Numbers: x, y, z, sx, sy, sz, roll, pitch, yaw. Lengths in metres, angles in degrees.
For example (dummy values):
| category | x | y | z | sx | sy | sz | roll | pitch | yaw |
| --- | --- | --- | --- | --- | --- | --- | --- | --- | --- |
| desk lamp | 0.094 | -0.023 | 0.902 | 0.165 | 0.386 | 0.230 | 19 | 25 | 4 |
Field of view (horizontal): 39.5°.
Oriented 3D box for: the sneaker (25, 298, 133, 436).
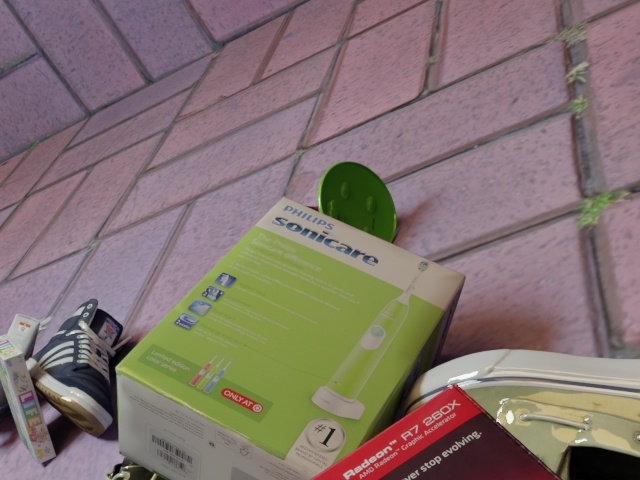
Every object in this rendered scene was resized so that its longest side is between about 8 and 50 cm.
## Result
| category | x | y | z | sx | sy | sz | roll | pitch | yaw |
| --- | --- | --- | --- | --- | --- | --- | --- | --- | --- |
| sneaker | -0.321 | 0.169 | 1.244 | 0.153 | 0.099 | 0.282 | -46 | 25 | -21 |

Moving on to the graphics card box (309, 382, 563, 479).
| category | x | y | z | sx | sy | sz | roll | pitch | yaw |
| --- | --- | --- | --- | --- | --- | --- | --- | --- | --- |
| graphics card box | 0.085 | 0.246 | 0.435 | 0.233 | 0.094 | 0.371 | -30 | 34 | -12 |

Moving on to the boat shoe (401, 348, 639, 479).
| category | x | y | z | sx | sy | sz | roll | pitch | yaw |
| --- | --- | --- | --- | --- | --- | --- | --- | --- | --- |
| boat shoe | 0.188 | 0.148 | 0.682 | 0.302 | 0.109 | 0.094 | -9 | 36 | 36 |

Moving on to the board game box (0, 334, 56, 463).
| category | x | y | z | sx | sy | sz | roll | pitch | yaw |
| --- | --- | --- | --- | --- | --- | --- | --- | --- | --- |
| board game box | -0.403 | 0.212 | 1.202 | 0.026 | 0.154 | 0.103 | -20 | 19 | -27 |

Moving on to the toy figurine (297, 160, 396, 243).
| category | x | y | z | sx | sy | sz | roll | pitch | yaw |
| --- | --- | --- | --- | --- | --- | --- | --- | --- | --- |
| toy figurine | 0.000 | 0.000 | 1.192 | 0.159 | 0.130 | 0.173 | -25 | 48 | 48 |

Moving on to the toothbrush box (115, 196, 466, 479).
| category | x | y | z | sx | sy | sz | roll | pitch | yaw |
| --- | --- | --- | --- | --- | --- | --- | --- | --- | --- |
| toothbrush box | -0.020 | 0.110 | 0.817 | 0.206 | 0.122 | 0.283 | 23 | 43 | 16 |

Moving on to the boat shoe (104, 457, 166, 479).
| category | x | y | z | sx | sy | sz | roll | pitch | yaw |
| --- | --- | --- | --- | --- | --- | --- | --- | --- | --- |
| boat shoe | -0.199 | 0.265 | 0.963 | 0.078 | 0.070 | 0.219 | -9 | 34 | 45 |

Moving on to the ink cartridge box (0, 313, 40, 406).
| category | x | y | z | sx | sy | sz | roll | pitch | yaw |
| --- | --- | --- | --- | --- | --- | --- | --- | --- | --- |
| ink cartridge box | -0.478 | 0.219 | 1.342 | 0.145 | 0.045 | 0.179 | 124 | 160 | -51 |
